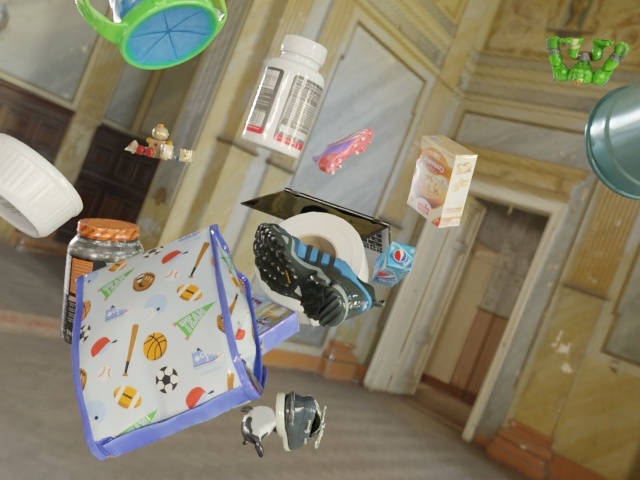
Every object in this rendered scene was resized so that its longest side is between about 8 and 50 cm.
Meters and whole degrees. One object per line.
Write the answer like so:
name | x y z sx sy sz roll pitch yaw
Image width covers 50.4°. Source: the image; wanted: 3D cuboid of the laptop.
laptop | 0.000 0.000 2.141 0.382 0.236 0.407 21 -34 22

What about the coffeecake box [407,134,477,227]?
coffeecake box | 0.292 -0.146 1.652 0.068 0.185 0.142 -6 30 -27

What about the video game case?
video game case | -0.230 0.210 1.582 0.244 0.061 0.270 20 38 40

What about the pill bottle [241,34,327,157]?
pill bottle | -0.093 -0.406 1.921 0.176 0.318 0.176 20 3 -1

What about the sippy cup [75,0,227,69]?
sippy cup | -0.377 -0.544 1.525 0.224 0.240 0.305 63 15 12

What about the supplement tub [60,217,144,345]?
supplement tub | -0.603 0.118 1.888 0.207 0.337 0.207 9 9 -1

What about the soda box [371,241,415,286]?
soda box | 0.199 0.069 1.886 0.067 0.071 0.210 15 -17 -3

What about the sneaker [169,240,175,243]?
sneaker | -0.563 0.108 2.245 0.210 0.137 0.366 -16 14 -2

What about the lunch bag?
lunch bag | -0.288 0.208 1.316 0.385 0.328 0.239 -109 175 -49

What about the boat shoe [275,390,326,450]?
boat shoe | -0.032 0.337 1.270 0.079 0.095 0.254 0 -31 5

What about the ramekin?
ramekin | -0.732 -0.123 1.665 0.273 0.127 0.273 28 -26 15

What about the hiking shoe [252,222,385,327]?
hiking shoe | -0.020 0.064 1.333 0.132 0.113 0.304 -5 36 -42

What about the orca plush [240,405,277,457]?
orca plush | -0.207 0.629 2.191 0.151 0.102 0.287 27 7 -14

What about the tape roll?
tape roll | -0.020 0.071 1.753 0.286 0.286 0.100 21 -24 22

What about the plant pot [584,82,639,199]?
plant pot | 0.942 -0.300 1.798 0.341 0.341 0.334 21 -8 -5

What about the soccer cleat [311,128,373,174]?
soccer cleat | 0.080 -0.321 2.334 0.095 0.248 0.083 37 -26 25

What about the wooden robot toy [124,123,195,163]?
wooden robot toy | -0.365 -0.225 1.542 0.173 0.079 0.076 12 6 22

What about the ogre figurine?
ogre figurine | 0.684 -0.463 1.761 0.197 0.118 0.097 4 26 9
